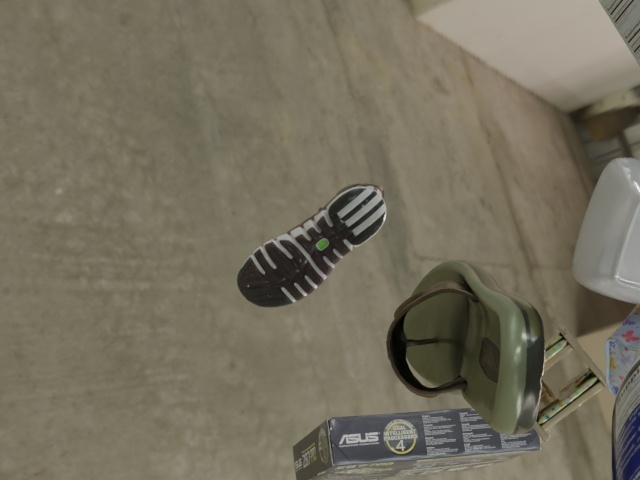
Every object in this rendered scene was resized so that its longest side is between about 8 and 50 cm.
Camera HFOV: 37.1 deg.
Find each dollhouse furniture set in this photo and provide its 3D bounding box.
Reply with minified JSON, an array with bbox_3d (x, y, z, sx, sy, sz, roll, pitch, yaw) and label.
[{"bbox_3d":[0.333,0.158,1.256,0.101,0.182,0.161,52,8,8],"label":"dollhouse furniture set"}]

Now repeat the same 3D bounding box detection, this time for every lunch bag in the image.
[{"bbox_3d":[0.324,0.118,0.957,0.071,0.053,0.083,-36,132,-34],"label":"lunch bag"}]

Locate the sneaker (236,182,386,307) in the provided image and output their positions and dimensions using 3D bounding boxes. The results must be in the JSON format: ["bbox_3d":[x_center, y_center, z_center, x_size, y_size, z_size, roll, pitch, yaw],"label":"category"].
[{"bbox_3d":[0.000,0.000,1.538,0.106,0.281,0.162,54,20,-7],"label":"sneaker"}]

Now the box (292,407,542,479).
[{"bbox_3d":[0.169,0.392,1.804,0.318,0.395,0.097,123,-37,-68],"label":"box"}]

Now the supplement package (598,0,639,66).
[{"bbox_3d":[0.537,-0.311,1.308,0.194,0.149,0.203,-15,69,-26],"label":"supplement package"}]

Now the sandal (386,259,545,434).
[{"bbox_3d":[0.100,0.078,0.774,0.303,0.086,0.120,-176,-95,-85],"label":"sandal"}]

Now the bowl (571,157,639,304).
[{"bbox_3d":[0.328,0.000,0.918,0.053,0.142,0.141,-101,-156,-73],"label":"bowl"}]

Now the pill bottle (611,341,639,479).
[{"bbox_3d":[0.240,0.130,0.524,0.153,0.153,0.264,64,23,-9],"label":"pill bottle"}]
